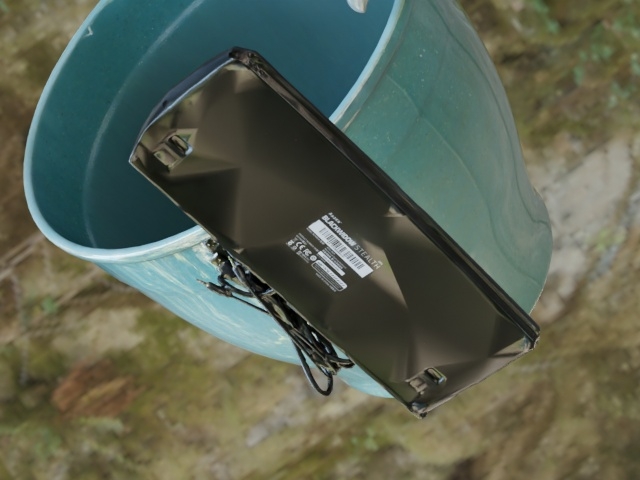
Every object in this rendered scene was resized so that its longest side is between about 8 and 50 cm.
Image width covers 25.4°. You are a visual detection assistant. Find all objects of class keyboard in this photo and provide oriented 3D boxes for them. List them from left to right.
[{"bbox_3d":[0.000,0.000,0.600,0.192,0.100,0.038,44,-152,-24],"label":"keyboard"}]

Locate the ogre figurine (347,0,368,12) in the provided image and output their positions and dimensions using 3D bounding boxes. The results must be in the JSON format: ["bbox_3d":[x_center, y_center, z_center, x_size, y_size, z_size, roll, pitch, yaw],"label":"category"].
[{"bbox_3d":[0.033,-0.194,0.653,0.118,0.197,0.097,45,178,-15],"label":"ogre figurine"}]

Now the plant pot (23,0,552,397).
[{"bbox_3d":[0.007,-0.041,0.869,0.255,0.271,0.271,42,-166,-39],"label":"plant pot"}]
